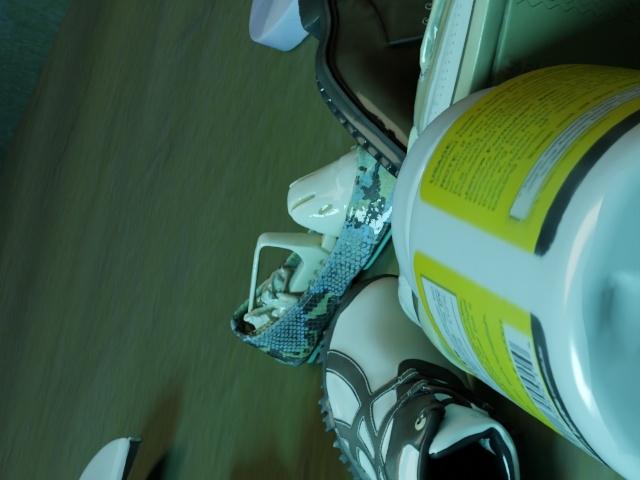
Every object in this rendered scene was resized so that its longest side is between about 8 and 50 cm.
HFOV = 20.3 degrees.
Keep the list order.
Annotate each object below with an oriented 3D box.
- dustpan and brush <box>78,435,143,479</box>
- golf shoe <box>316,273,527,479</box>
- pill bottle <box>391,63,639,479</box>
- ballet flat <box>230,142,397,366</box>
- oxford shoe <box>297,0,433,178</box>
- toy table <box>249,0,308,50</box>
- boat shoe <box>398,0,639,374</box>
[{"bbox_3d":[-0.169,0.226,1.410,0.211,0.060,0.147,-8,69,66],"label":"dustpan and brush"},{"bbox_3d":[0.052,0.084,0.745,0.094,0.077,0.198,-50,35,41],"label":"golf shoe"},{"bbox_3d":[0.096,0.004,0.574,0.208,0.119,0.119,-147,75,-74],"label":"pill bottle"},{"bbox_3d":[0.000,0.000,1.027,0.070,0.070,0.188,-93,26,-53],"label":"ballet flat"},{"bbox_3d":[0.050,-0.102,0.939,0.096,0.083,0.227,-42,37,21],"label":"oxford shoe"},{"bbox_3d":[-0.053,-0.268,1.346,0.252,0.160,0.274,-87,22,-43],"label":"toy table"},{"bbox_3d":[0.093,-0.101,0.717,0.103,0.113,0.302,-133,61,-67],"label":"boat shoe"}]
